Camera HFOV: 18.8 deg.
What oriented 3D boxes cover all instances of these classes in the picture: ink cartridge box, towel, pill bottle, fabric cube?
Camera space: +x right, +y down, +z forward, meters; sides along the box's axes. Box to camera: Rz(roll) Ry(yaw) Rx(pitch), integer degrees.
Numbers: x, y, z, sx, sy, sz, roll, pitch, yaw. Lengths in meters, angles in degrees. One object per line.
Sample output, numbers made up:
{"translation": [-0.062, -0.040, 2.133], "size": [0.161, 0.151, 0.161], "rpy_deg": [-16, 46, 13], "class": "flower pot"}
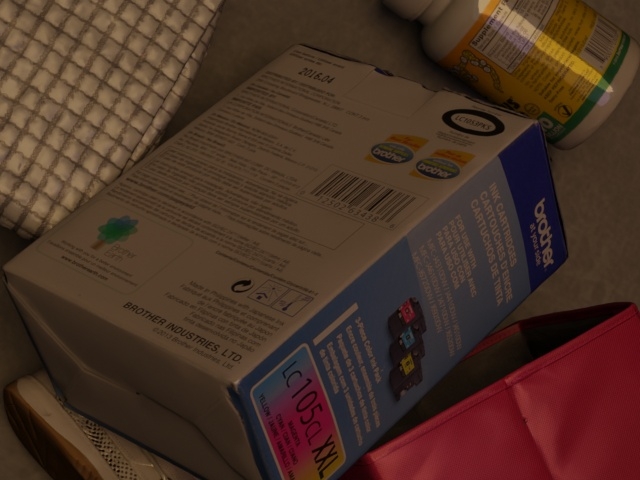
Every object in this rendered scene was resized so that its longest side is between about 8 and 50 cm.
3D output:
{"translation": [0.000, 0.000, 1.483], "size": [0.395, 0.270, 0.151], "rpy_deg": [-42, 134, -27], "class": "ink cartridge box"}
{"translation": [-0.227, -0.148, 1.555], "size": [0.235, 0.121, 0.284], "rpy_deg": [30, 76, -12], "class": "towel"}
{"translation": [0.161, -0.179, 1.660], "size": [0.208, 0.117, 0.118], "rpy_deg": [34, 77, -10], "class": "pill bottle"}
{"translation": [0.160, 0.224, 1.548], "size": [0.259, 0.254, 0.258], "rpy_deg": [-27, 92, -16], "class": "fabric cube"}

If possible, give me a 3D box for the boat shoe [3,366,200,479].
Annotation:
{"translation": [-0.133, 0.192, 1.521], "size": [0.096, 0.098, 0.277], "rpy_deg": [-34, 70, -27], "class": "boat shoe"}
